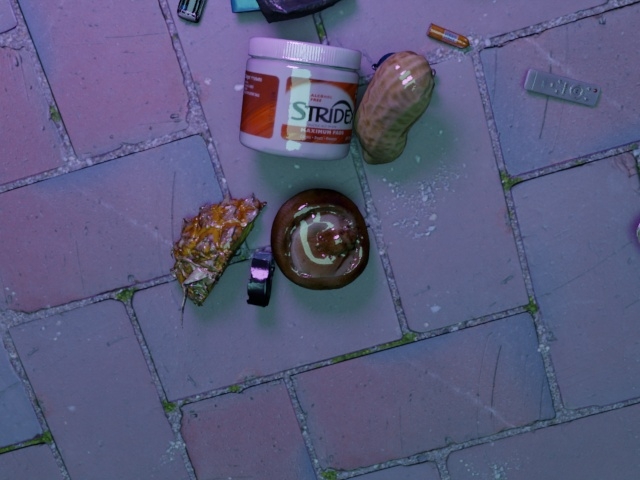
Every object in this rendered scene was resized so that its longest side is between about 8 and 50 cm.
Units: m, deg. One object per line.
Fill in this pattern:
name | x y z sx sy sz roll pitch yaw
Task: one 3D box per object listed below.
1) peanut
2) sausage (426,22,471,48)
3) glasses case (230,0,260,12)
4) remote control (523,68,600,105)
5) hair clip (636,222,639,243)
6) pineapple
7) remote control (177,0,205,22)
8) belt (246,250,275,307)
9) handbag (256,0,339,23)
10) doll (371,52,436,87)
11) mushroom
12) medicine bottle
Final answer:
peanut | 0.159 -0.286 1.593 0.153 0.325 0.140 -36 71 -27
sausage | 0.300 -0.470 1.654 0.107 0.031 0.031 21 103 -5
glasses case | -0.157 -0.669 1.592 0.117 0.070 0.301 -3 106 6
remote control | 0.568 -0.361 1.684 0.184 0.027 0.050 12 105 -8
hair clip | 0.922 -0.072 1.723 0.321 0.091 0.138 -30 110 19
pineapple | -0.282 0.018 1.712 0.161 0.158 0.335 35 102 -8
remote control | -0.272 -0.605 1.624 0.059 0.028 0.212 19 103 -3
belt | -0.144 0.095 1.755 0.058 0.105 0.140 5 79 3
handbag | -0.049 -0.584 1.564 0.270 0.088 0.175 -24 100 -26
doll | 0.190 -0.384 1.650 0.151 0.085 0.114 11 70 -13
mushroom | 0.000 0.000 1.709 0.253 0.153 0.253 0 103 -2
medicine bottle | -0.046 -0.314 1.580 0.252 0.252 0.241 6 104 -1
